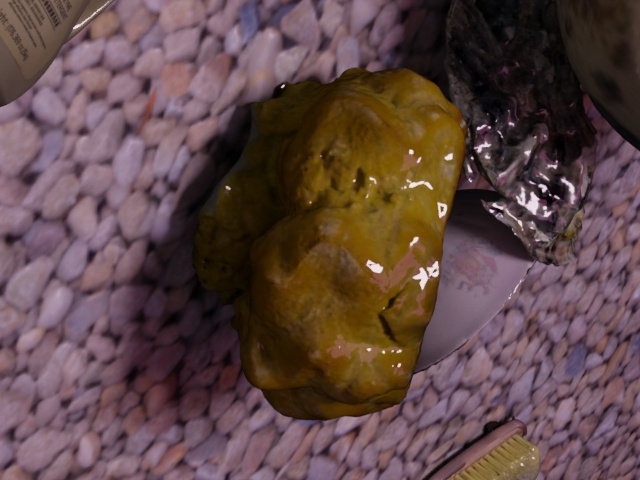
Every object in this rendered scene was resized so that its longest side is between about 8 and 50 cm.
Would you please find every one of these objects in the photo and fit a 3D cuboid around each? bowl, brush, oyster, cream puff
[{"bbox_3d":[0.091,0.014,1.555,0.086,0.189,0.189,43,78,-14],"label":"bowl"},{"bbox_3d":[0.108,0.271,1.840,0.313,0.067,0.072,-28,138,-34],"label":"brush"},{"bbox_3d":[0.166,-0.116,1.491,0.199,0.087,0.252,29,67,-39],"label":"oyster"},{"bbox_3d":[0.000,0.001,1.394,0.282,0.185,0.281,-169,-90,-88],"label":"cream puff"}]

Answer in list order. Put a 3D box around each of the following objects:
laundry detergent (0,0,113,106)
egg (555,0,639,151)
[{"bbox_3d":[-0.144,-0.206,1.090,0.253,0.091,0.181,-47,147,-15],"label":"laundry detergent"},{"bbox_3d":[0.360,-0.196,1.429,0.428,0.345,0.345,-21,133,-39],"label":"egg"}]
